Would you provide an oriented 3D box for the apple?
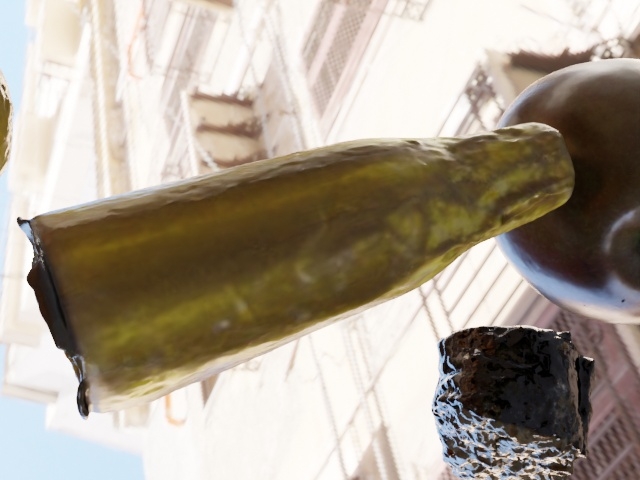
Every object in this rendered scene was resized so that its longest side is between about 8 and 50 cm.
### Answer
[{"bbox_3d":[0.285,-0.042,1.031,0.257,0.256,0.234,19,-154,-9],"label":"apple"}]

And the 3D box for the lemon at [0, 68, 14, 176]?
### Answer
[{"bbox_3d":[-0.444,-0.135,1.096,0.261,0.284,0.260,14,-129,-17],"label":"lemon"}]

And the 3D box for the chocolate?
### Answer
[{"bbox_3d":[0.000,0.000,0.840,0.445,0.162,0.162,-17,-127,-16],"label":"chocolate"}]

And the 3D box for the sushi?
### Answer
[{"bbox_3d":[0.255,0.233,1.451,0.211,0.350,0.170,3,-113,6],"label":"sushi"}]
